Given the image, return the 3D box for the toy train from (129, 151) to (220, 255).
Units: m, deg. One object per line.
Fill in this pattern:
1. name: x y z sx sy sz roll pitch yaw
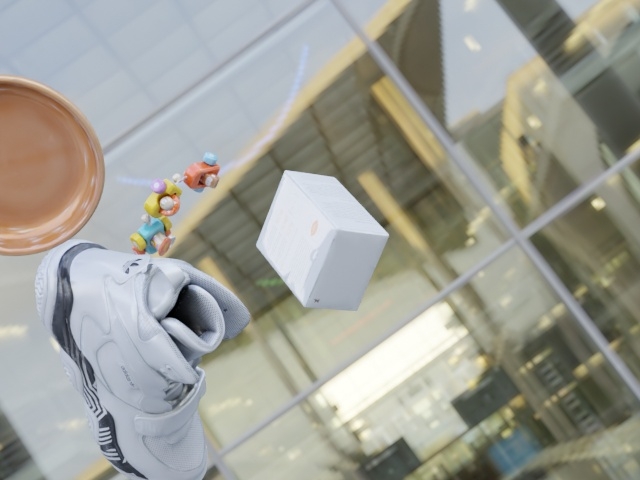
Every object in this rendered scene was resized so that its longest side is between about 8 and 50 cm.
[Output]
1. toy train: -0.191 -0.039 1.775 0.125 0.046 0.166 -10 -47 -55

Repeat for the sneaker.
1. sneaker: -0.178 0.161 1.522 0.210 0.366 0.137 0 35 37

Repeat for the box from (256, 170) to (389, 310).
1. box: 0.000 0.000 1.834 0.091 0.170 0.130 6 -62 -34

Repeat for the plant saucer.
1. plant saucer: -0.321 -0.080 1.342 0.200 0.200 0.037 -39 22 15
